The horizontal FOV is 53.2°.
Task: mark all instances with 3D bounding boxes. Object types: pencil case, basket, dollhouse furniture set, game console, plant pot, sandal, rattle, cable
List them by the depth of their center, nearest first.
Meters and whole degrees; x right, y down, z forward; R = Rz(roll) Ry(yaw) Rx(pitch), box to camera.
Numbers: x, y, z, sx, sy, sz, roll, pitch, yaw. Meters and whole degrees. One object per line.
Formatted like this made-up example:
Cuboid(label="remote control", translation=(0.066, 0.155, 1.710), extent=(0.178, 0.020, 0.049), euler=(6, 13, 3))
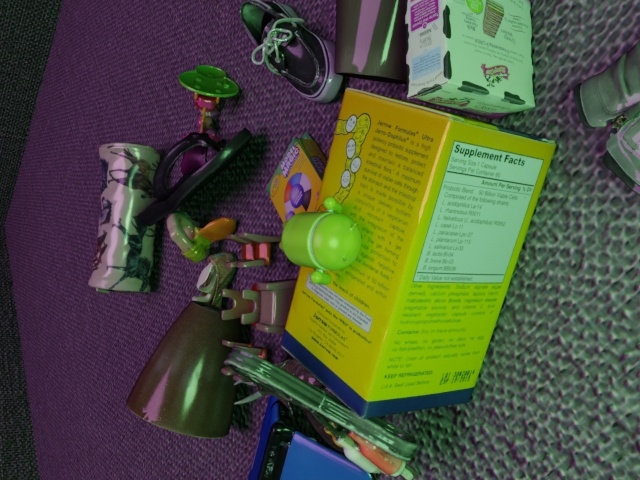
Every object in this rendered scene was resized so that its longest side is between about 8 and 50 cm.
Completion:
Cuboid(label="cable", translation=(0.007, 0.226, 0.793), extent=(0.139, 0.287, 0.072), euler=(3, 64, 60))
Cuboid(label="basket", translation=(0.096, -0.345, 0.911), extent=(0.204, 0.154, 0.227), euler=(22, 108, 48))
Cuboid(label="game console", translation=(-0.033, 0.439, 1.110), extent=(0.250, 0.173, 0.293), euler=(-101, 26, -74))
Cuboid(label="dollhouse furniture set", translation=(-0.079, 0.119, 1.150), extent=(0.259, 0.135, 0.262), euler=(174, 98, -64))
Cuboid(label="plant pot", translation=(-0.249, 0.247, 1.293), extent=(0.215, 0.215, 0.231), euler=(16, 86, 53))
Cuboid(label="sandal", translation=(-0.306, -0.145, 1.392), extent=(0.107, 0.167, 0.445), euler=(50, 140, -12))
Cuboid(label="rattle", translation=(-0.268, -0.048, 1.444), extent=(0.143, 0.130, 0.200), euler=(-52, 15, 15))
Cuboid(label="pencil case", translation=(-0.519, -0.052, 1.693), extent=(0.183, 0.159, 0.411), euler=(9, 94, 45))

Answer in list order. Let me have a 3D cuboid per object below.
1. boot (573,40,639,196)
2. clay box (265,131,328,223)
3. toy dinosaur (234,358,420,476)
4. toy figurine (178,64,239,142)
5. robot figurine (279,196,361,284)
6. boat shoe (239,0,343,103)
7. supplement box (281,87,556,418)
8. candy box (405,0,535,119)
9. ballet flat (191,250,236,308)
Cuboid(label="boot", translation=(0.381, -0.094, 0.550), extent=(0.223, 0.118, 0.338), euler=(-56, 35, 38))
Cuboid(label="clay box", translation=(-0.025, -0.081, 1.124), extent=(0.127, 0.053, 0.222), euler=(-58, 46, 32))
Cuboid(label="toy dinosaur", translation=(0.027, 0.253, 0.992), extent=(0.313, 0.121, 0.160), euler=(35, 122, 14))
Cuboid(label="toy figurine", translation=(-0.260, -0.287, 1.427), extent=(0.173, 0.130, 0.159), euler=(-101, 24, -55))
Cuboid(label="robot figurine", translation=(0.000, 0.000, 0.744), extent=(0.115, 0.067, 0.101), euler=(5, 82, 53))
Cuboid(label="boat shoe", translation=(-0.064, -0.355, 1.156), extent=(0.113, 0.104, 0.306), euler=(-57, 46, 34))
Cuboid(label="supplement box", translation=(0.113, 0.012, 0.813), extent=(0.195, 0.194, 0.357), euler=(32, 111, 50))
Cuboid(label="candy box", translation=(0.181, -0.278, 0.777), extent=(0.071, 0.159, 0.234), euler=(-10, 78, 54))
Cuboid(label="ballet flat", translation=(-0.243, 0.114, 1.386), extent=(0.073, 0.067, 0.206), euler=(40, 119, 47))
